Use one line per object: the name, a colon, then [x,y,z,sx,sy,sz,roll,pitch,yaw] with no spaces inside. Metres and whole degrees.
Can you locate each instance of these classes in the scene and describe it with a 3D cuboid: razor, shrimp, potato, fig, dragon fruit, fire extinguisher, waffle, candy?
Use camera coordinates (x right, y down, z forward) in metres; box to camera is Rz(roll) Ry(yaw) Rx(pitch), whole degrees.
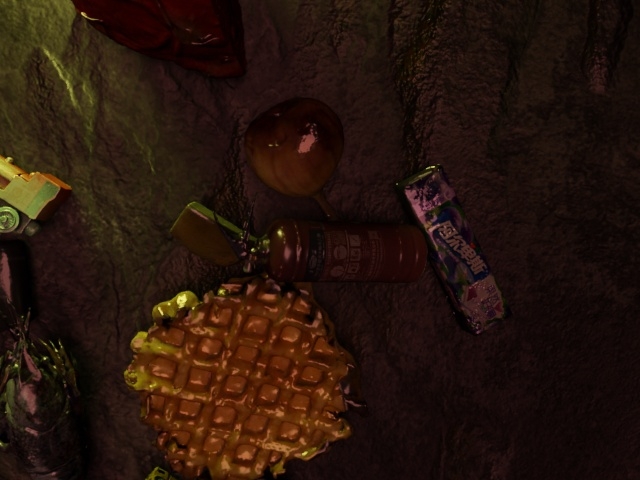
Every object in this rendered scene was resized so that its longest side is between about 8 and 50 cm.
razor: [-0.519,0.073,0.799,0.090,0.054,0.147,-4,98,-2]
shrimp: [-0.470,0.267,0.785,0.172,0.137,0.372,-16,102,-21]
potato: [-0.168,0.006,0.793,0.149,0.120,0.081,32,93,-9]
fig: [-0.030,-0.107,0.786,0.160,0.143,0.230,-1,108,25]
dragon fruit: [-0.248,-0.330,0.639,0.286,0.329,0.227,-5,105,-7]
fire extinguisher: [0.000,0.000,0.780,0.344,0.102,0.138,3,106,-21]
waffle: [-0.128,0.244,0.850,0.380,0.095,0.382,-22,103,-2]
candy: [0.235,0.022,0.871,0.088,0.061,0.312,-29,100,-4]

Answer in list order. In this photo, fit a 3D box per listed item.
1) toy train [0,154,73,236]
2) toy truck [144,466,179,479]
toy train: [-0.500,-0.084,0.773,0.176,0.074,0.118,35,83,-5]
toy truck: [-0.277,0.445,0.880,0.083,0.054,0.049,35,93,-10]
